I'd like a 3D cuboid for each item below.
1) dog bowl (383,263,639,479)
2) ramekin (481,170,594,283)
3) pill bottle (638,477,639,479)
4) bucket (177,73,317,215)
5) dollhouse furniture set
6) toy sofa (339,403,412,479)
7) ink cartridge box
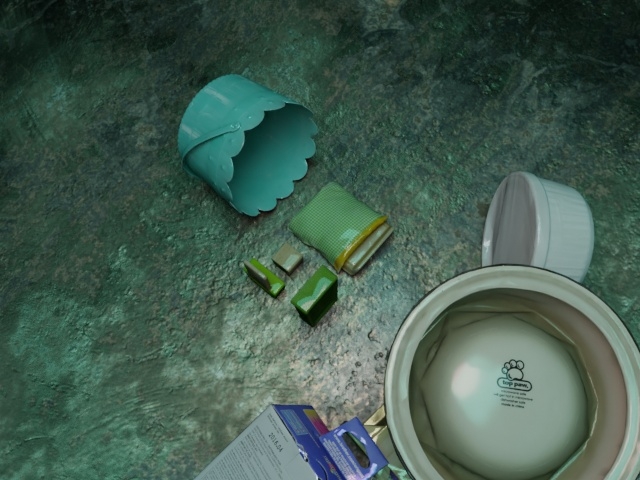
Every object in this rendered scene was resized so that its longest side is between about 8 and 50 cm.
[{"bbox_3d":[0.297,0.250,1.010,0.408,0.150,0.407,0,76,0],"label":"dog bowl"},{"bbox_3d":[0.426,0.002,1.243,0.127,0.273,0.272,7,69,-6],"label":"ramekin"},{"bbox_3d":[0.574,0.391,1.134,0.153,0.153,0.264,18,71,11],"label":"pill bottle"},{"bbox_3d":[-0.160,-0.210,1.362,0.183,0.281,0.281,35,75,25],"label":"bucket"},{"bbox_3d":[0.000,0.000,1.327,0.198,0.151,0.301,38,76,16],"label":"dollhouse furniture set"},{"bbox_3d":[0.223,0.305,1.195,0.362,0.150,0.177,-40,81,-10],"label":"toy sofa"},{"bbox_3d":[-0.066,0.465,1.066,0.395,0.151,0.270,-46,60,13],"label":"ink cartridge box"}]
